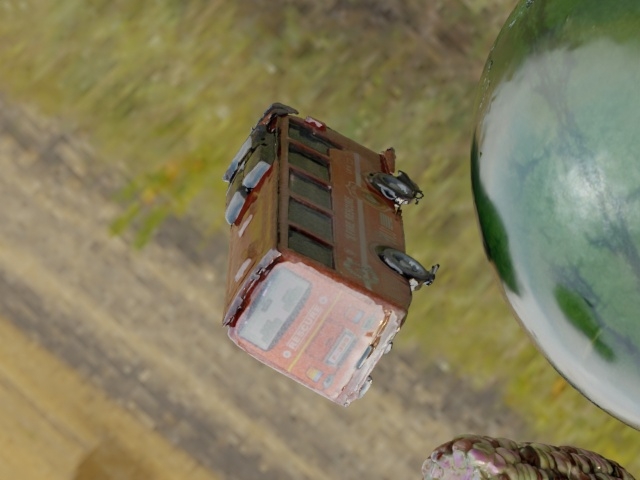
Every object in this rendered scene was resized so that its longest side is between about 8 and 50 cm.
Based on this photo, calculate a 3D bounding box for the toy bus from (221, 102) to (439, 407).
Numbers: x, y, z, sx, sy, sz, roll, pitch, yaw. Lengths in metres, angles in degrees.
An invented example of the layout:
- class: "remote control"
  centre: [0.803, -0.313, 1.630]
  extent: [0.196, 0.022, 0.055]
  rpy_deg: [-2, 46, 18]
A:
- class: "toy bus"
  centre: [0.000, 0.000, 0.926]
  extent: [0.096, 0.073, 0.235]
  rpy_deg: [30, -162, -14]

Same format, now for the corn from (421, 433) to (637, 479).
- class: "corn"
  centre: [0.150, 0.185, 1.261]
  extent: [0.092, 0.092, 0.280]
  rpy_deg: [33, -172, 31]

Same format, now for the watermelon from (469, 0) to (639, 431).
- class: "watermelon"
  centre: [0.182, -0.027, 0.754]
  extent: [0.242, 0.242, 0.242]
  rpy_deg: [39, 163, 15]
